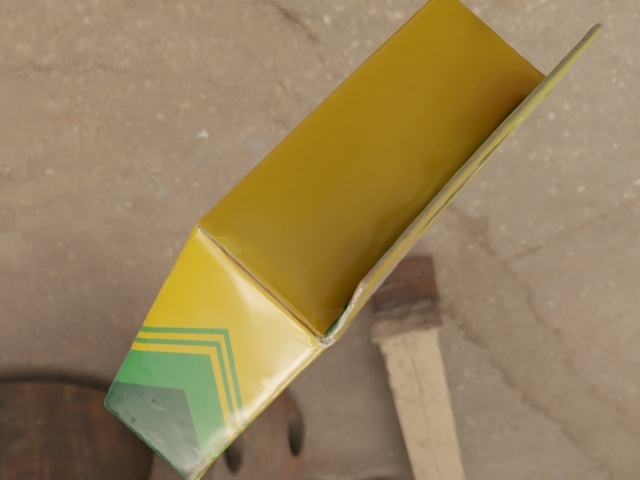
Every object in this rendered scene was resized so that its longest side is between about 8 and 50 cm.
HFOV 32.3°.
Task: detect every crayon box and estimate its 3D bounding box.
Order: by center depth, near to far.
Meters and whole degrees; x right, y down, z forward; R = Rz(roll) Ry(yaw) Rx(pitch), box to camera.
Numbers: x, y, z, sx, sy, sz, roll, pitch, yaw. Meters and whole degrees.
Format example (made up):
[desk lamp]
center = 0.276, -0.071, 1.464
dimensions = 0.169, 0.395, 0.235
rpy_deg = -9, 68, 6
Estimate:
[crayon box]
center = 0.000, 0.000, 0.598
dimensions = 0.202, 0.081, 0.318
rpy_deg = -46, 177, -32
